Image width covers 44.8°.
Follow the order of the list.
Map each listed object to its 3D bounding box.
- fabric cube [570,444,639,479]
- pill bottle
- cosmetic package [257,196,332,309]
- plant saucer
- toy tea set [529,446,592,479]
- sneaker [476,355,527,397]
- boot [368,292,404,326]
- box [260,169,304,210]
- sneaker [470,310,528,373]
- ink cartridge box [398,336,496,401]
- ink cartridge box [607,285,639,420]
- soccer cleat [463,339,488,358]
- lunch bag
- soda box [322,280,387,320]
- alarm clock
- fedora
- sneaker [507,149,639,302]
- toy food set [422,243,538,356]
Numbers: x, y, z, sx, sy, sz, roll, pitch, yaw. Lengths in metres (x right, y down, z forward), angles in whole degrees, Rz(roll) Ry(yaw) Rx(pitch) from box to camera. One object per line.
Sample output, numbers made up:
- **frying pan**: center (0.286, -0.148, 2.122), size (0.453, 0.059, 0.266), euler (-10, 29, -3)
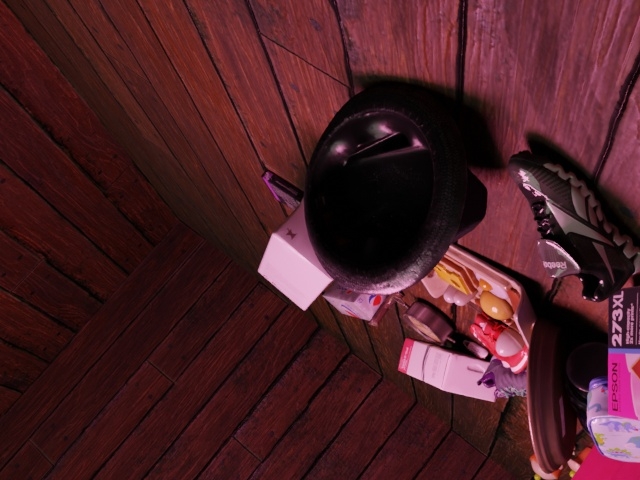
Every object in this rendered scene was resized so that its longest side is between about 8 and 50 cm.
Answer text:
- **fabric cube**: center (0.637, 0.482, 1.408), size (0.254, 0.258, 0.259), euler (40, 169, -3)
- **pill bottle**: center (0.501, 0.268, 1.370), size (0.123, 0.123, 0.219), euler (30, 165, 42)
- **cosmetic package**: center (0.000, 0.000, 1.657), size (0.156, 0.217, 0.385), euler (40, 166, 1)
- **plant saucer**: center (0.419, 0.275, 1.389), size (0.041, 0.277, 0.278), euler (-4, 145, 27)
- **toy tea set**: center (0.682, 0.636, 2.163), size (0.200, 0.124, 0.336), euler (35, 167, 26)
- **sneaker**: center (0.469, 0.347, 1.822), size (0.083, 0.098, 0.224), euler (46, 167, -28)
- **boot**: center (0.175, 0.186, 2.101), size (0.037, 0.114, 0.106), euler (39, 168, 4)
- **box**: center (-0.072, -0.109, 1.992), size (0.162, 0.029, 0.116), euler (35, 168, 28)
- **sneaker**: center (0.377, 0.208, 1.630), size (0.128, 0.087, 0.221), euler (37, 167, 6)
- **ink cartridge box**: center (0.340, 0.337, 2.046), size (0.172, 0.100, 0.237), euler (16, 177, -21)
- **ink cartridge box**: center (0.440, 0.142, 0.975), size (0.069, 0.175, 0.371), euler (4, 172, -6)
- **soccer cleat**: center (0.392, 0.274, 1.968), size (0.036, 0.029, 0.083), euler (41, 174, -25)
- **lunch bag**: center (0.528, 0.273, 1.189), size (0.219, 0.090, 0.176), euler (-7, 142, 29)
- **soda box**: center (0.107, 0.165, 2.284), size (0.091, 0.098, 0.286), euler (43, 167, -14)
- **alarm clock**: center (0.264, 0.199, 1.995), size (0.192, 0.064, 0.129), euler (36, 168, 3)
- **fedora**: center (0.123, -0.068, 1.133), size (0.153, 0.333, 0.334), euler (6, -168, -38)
- **sneaker**: center (0.308, -0.009, 0.977), size (0.234, 0.106, 0.078), euler (43, 167, -15)
- **toy food set**: center (0.296, 0.119, 1.499), size (0.306, 0.092, 0.219), euler (34, 167, 43)
